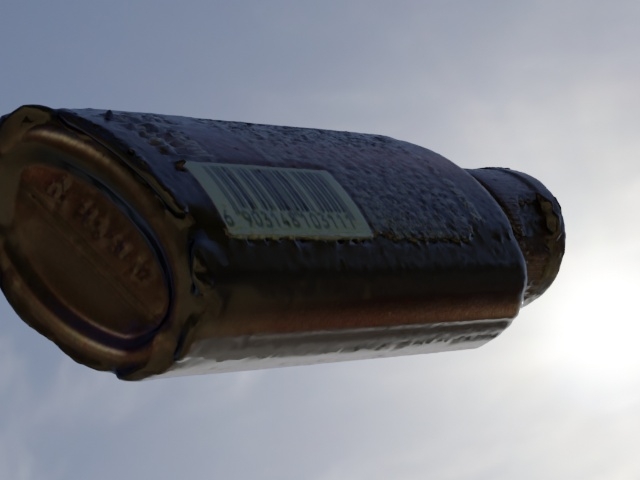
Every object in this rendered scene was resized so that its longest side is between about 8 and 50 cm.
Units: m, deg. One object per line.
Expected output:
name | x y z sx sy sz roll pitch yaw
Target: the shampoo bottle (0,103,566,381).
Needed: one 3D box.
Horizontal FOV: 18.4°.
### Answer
shampoo bottle | 0.000 0.000 0.845 0.323 0.129 0.084 -1 -55 -58
